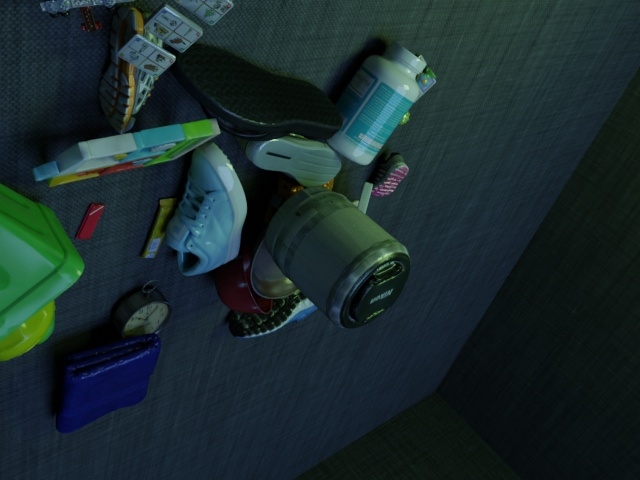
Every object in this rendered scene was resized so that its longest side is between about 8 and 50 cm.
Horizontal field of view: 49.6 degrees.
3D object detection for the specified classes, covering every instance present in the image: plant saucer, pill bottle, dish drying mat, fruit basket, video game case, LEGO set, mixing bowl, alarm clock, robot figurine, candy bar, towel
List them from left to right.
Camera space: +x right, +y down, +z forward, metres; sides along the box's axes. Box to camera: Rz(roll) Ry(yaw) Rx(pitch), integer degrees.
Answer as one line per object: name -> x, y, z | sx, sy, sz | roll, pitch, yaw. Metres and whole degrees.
fruit basket -> -0.554, 0.111, 1.134 | 0.392, 0.283, 0.392 | -19, 127, -27
dish drying mat -> -0.440, -0.036, 1.325 | 0.032, 0.008, 0.083 | -2, 130, -53
towel -> -0.499, 0.324, 1.607 | 0.227, 0.076, 0.308 | -19, 155, -35
LEGO set -> -0.272, -0.350, 0.970 | 0.182, 0.060, 0.244 | -34, 144, 27
alarm clock -> -0.401, 0.155, 1.570 | 0.129, 0.064, 0.192 | -16, 144, -42
candy bar -> -0.343, -0.022, 1.461 | 0.040, 0.018, 0.161 | -9, 136, -47
mixing bowl -> -0.197, 0.104, 1.696 | 0.098, 0.181, 0.181 | -16, 154, 11
robot figurine -> -0.064, -0.045, 1.720 | 0.211, 0.085, 0.291 | -18, 139, -39
plant saucer -> -0.053, 0.004, 1.657 | 0.310, 0.050, 0.311 | -33, 147, -24
video game case -> 0.088, -0.006, 1.830 | 0.285, 0.025, 0.204 | 97, 9, -70
pill bottle -> 0.123, -0.311, 1.558 | 0.264, 0.146, 0.146 | -53, 151, 17

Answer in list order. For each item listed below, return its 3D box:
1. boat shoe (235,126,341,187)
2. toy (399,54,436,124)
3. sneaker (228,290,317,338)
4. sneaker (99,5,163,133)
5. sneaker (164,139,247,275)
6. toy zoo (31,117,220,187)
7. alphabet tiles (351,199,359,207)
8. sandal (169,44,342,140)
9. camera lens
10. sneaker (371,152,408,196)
boat shoe -> -0.063, -0.196, 1.514 | 0.109, 0.094, 0.302 | -50, 150, 17
toy -> 0.198, -0.333, 1.726 | 0.237, 0.056, 0.137 | -47, 151, 4
sneaker -> -0.101, 0.196, 1.949 | 0.330, 0.130, 0.147 | -24, 153, -18
sneaker -> -0.298, -0.270, 1.127 | 0.083, 0.084, 0.215 | -18, 142, -48
sneaker -> -0.248, -0.042, 1.436 | 0.150, 0.135, 0.366 | -34, 150, -29
toy zoo -> -0.339, -0.144, 1.168 | 0.293, 0.030, 0.192 | -19, -177, -37
alphabet tiles -> 0.000, 0.000, 1.944 | 0.278, 0.021, 0.284 | -29, 147, -28
sandal -> -0.117, -0.247, 1.325 | 0.107, 0.168, 0.445 | -39, 157, 28
camera lens -> 0.039, 0.037, 1.495 | 0.219, 0.274, 0.219 | -32, 145, -25
sneaker -> 0.181, -0.182, 1.899 | 0.063, 0.075, 0.170 | 6, 150, -25
